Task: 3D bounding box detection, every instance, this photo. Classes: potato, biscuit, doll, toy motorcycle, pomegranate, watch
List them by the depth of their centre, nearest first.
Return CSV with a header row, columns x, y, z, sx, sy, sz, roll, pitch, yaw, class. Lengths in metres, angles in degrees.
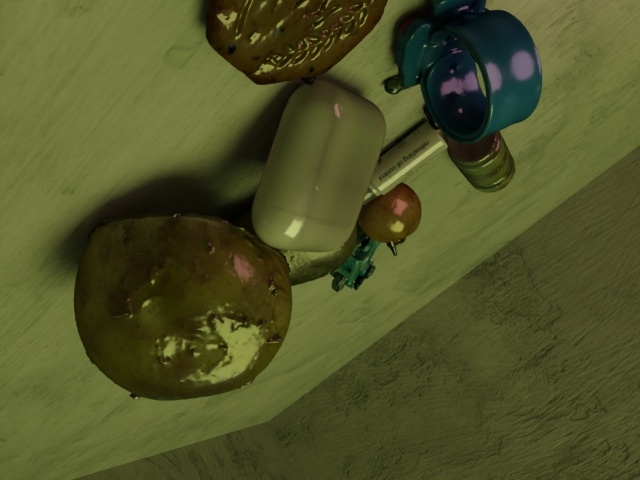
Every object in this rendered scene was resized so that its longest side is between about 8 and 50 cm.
x,y,z,sx,sy,sz,roll,pitch,yaw,class
-0.019,-0.390,1.033,0.359,0.046,0.359,-26,152,-15,biscuit
0.309,-0.356,1.276,0.241,0.274,0.305,-24,158,-15,watch
-0.278,0.163,1.356,0.442,0.319,0.385,1,153,-6,potato
0.196,-0.355,1.460,0.125,0.037,0.027,-26,158,-18,doll
-0.088,0.004,1.634,0.359,0.219,0.269,-22,146,-3,potato
0.195,-0.081,1.865,0.191,0.191,0.191,-27,159,-12,pomegranate
0.122,0.048,2.127,0.206,0.154,0.260,-38,159,-48,toy motorcycle

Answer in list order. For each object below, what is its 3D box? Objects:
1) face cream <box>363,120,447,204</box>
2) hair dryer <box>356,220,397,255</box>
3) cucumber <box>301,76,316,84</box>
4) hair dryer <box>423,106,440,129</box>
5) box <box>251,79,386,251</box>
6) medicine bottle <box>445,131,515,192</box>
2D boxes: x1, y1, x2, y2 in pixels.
x,y,z,sx,sy,sz,roll,pitch,yaw,class
0.186,-0.189,1.744,0.311,0.092,0.092,-36,159,15,face cream
0.186,-0.029,2.015,0.173,0.050,0.194,-20,113,-25,hair dryer
-0.055,-0.331,1.177,0.039,0.043,0.163,4,166,27,cucumber
0.296,-0.365,1.560,0.128,0.070,0.255,-33,152,5,hair dryer
0.001,-0.144,1.370,0.289,0.141,0.349,5,106,-58,box
0.467,-0.247,1.907,0.151,0.151,0.322,-37,158,14,medicine bottle
